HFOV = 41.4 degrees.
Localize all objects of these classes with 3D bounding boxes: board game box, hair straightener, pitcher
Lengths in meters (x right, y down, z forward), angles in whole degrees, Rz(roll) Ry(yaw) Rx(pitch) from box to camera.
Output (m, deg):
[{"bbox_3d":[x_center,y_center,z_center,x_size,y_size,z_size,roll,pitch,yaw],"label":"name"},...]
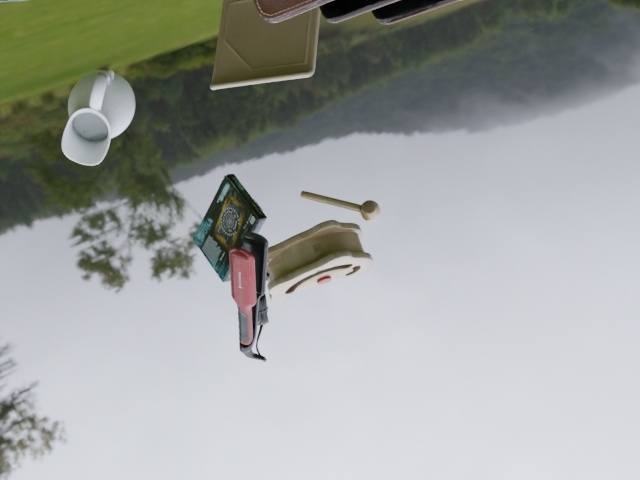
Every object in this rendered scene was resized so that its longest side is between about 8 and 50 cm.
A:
[{"bbox_3d":[-0.184,-0.024,1.690,0.026,0.126,0.186,-12,145,-44],"label":"board game box"},{"bbox_3d":[-0.087,0.083,1.223,0.047,0.230,0.089,13,-141,22],"label":"hair straightener"},{"bbox_3d":[-0.418,-0.265,1.614,0.207,0.125,0.177,-90,-157,-57],"label":"pitcher"}]

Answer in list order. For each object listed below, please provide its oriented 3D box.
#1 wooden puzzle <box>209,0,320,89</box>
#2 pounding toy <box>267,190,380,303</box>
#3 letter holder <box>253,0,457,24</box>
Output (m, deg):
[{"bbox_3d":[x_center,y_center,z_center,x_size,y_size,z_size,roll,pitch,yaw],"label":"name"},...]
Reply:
[{"bbox_3d":[-0.102,-0.402,1.664,0.221,0.238,0.044,-3,156,23],"label":"wooden puzzle"},{"bbox_3d":[0.000,0.000,1.602,0.269,0.155,0.154,-25,160,12],"label":"pounding toy"},{"bbox_3d":[0.019,-0.398,0.943,0.214,0.301,0.152,-13,175,27],"label":"letter holder"}]
